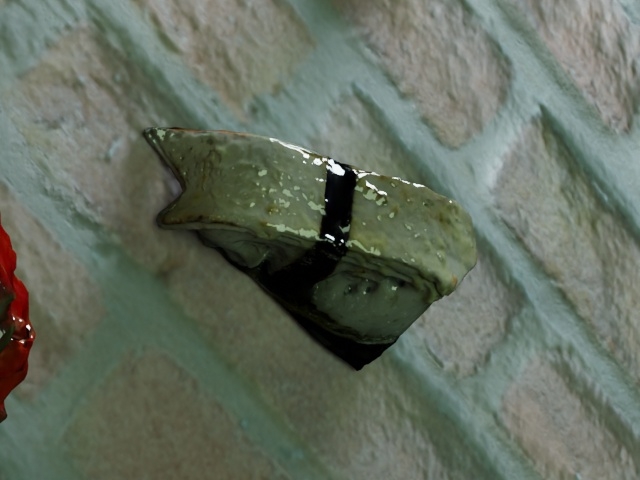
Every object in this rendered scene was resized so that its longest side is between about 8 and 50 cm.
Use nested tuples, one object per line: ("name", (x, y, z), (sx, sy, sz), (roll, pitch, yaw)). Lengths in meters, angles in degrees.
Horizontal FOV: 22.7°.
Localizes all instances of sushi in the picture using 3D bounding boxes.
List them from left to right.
("sushi", (-0.001, -0.020, 1.199), (0.273, 0.109, 0.134), (37, 65, -27))

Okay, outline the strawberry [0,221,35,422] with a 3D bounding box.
("strawberry", (-0.342, -0.013, 0.882), (0.312, 0.267, 0.351), (-18, 72, -30))
